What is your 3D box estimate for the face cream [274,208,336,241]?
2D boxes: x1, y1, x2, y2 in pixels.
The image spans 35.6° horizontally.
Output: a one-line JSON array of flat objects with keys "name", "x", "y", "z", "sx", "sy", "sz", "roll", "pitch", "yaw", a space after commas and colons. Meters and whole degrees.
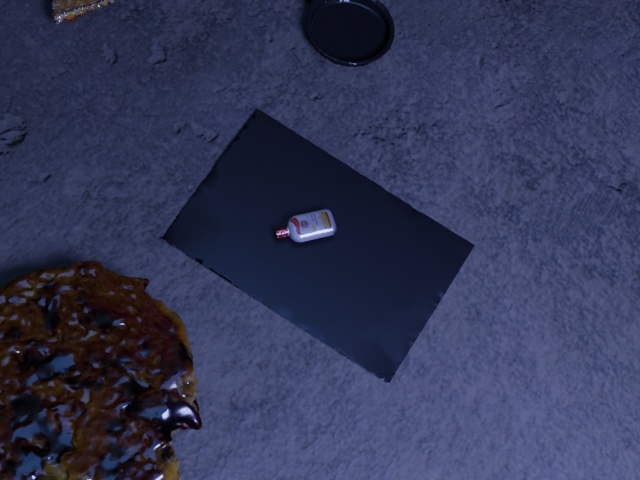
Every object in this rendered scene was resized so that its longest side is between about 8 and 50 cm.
[{"name": "face cream", "x": -0.022, "y": -0.018, "z": 1.360, "sx": 0.083, "sy": 0.021, "sz": 0.040, "roll": -13, "pitch": 69, "yaw": -13}]

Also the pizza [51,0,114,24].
[{"name": "pizza", "x": -0.364, "y": -0.363, "z": 1.468, "sx": 0.100, "sy": 0.029, "sz": 0.099, "roll": -28, "pitch": 65, "yaw": -21}]

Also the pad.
[{"name": "pad", "x": 0.000, "y": 0.000, "z": 1.372, "sx": 0.367, "sy": 0.007, "sz": 0.248, "roll": 32, "pitch": 66, "yaw": 6}]

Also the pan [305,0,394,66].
[{"name": "pan", "x": 0.009, "y": -0.353, "z": 1.512, "sx": 0.235, "sy": 0.028, "sz": 0.136, "roll": 44, "pitch": 67, "yaw": 8}]

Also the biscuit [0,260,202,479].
[{"name": "biscuit", "x": -0.292, "y": 0.183, "z": 1.210, "sx": 0.289, "sy": 0.081, "sz": 0.334, "roll": -18, "pitch": 66, "yaw": -14}]
